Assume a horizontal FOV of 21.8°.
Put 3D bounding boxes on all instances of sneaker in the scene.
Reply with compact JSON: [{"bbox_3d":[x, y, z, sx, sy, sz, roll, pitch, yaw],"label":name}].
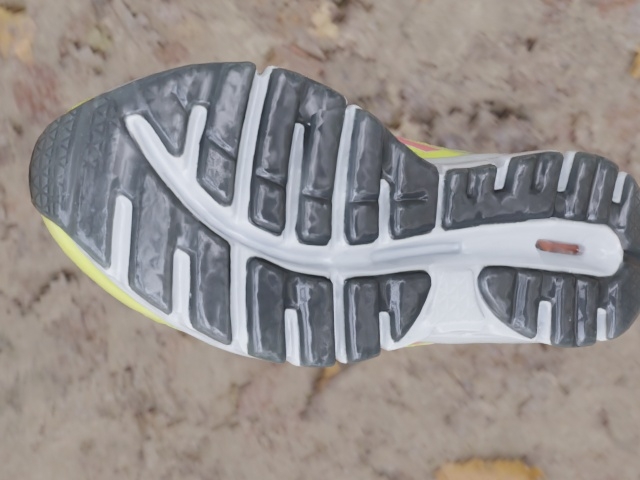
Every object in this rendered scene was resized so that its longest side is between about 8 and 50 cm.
[{"bbox_3d":[0.000,0.000,0.514,0.208,0.094,0.081,12,83,-33],"label":"sneaker"}]
